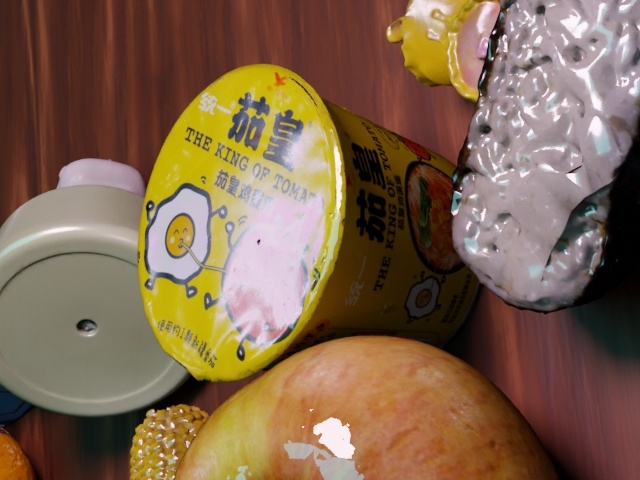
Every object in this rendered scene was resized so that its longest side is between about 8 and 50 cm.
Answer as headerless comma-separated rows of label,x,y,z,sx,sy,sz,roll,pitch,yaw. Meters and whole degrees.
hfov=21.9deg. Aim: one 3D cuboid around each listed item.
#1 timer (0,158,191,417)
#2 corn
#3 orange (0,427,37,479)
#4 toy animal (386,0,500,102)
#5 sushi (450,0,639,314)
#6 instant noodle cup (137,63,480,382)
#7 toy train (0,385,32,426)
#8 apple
timer,-0.283,0.016,2.082,0.291,0.290,0.315,-50,24,27
corn,-0.139,0.378,1.885,0.144,0.144,0.387,-40,49,34
orange,-0.479,0.350,2.223,0.219,0.193,0.219,-23,51,32
toy animal,0.166,-0.212,1.712,0.229,0.156,0.156,29,102,37
sushi,0.264,-0.093,1.523,0.234,0.207,0.349,29,109,33
instant noodle cup,0.000,0.000,1.739,0.325,0.254,0.326,-14,70,45
toy train,-0.501,0.137,2.230,0.265,0.300,0.188,-44,50,40
apple,0.052,0.288,1.570,0.400,0.333,0.400,0,90,30
